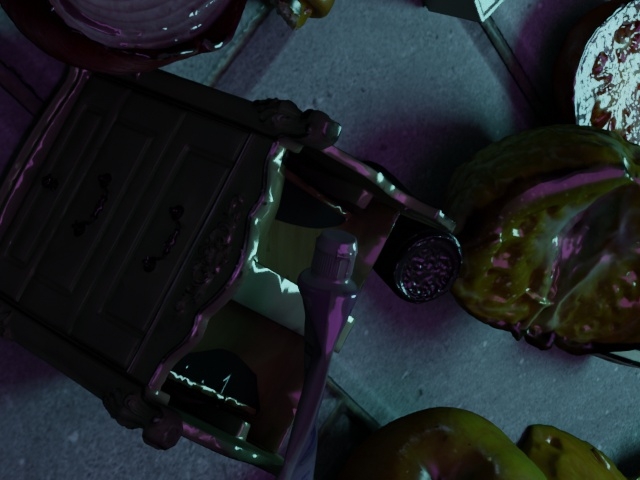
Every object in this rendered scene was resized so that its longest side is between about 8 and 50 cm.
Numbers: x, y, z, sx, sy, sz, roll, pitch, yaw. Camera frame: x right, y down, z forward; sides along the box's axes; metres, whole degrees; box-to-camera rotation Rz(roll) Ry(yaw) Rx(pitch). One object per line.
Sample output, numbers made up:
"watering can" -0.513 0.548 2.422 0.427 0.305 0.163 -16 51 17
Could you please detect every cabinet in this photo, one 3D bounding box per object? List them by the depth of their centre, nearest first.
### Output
"cabinet" -0.107 0.017 1.172 0.227 0.318 0.290 32 84 -47

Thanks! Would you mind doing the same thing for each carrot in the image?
"carrot" 0.366 0.455 1.888 0.241 0.241 0.341 -15 119 -40

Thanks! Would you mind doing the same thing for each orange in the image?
"orange" 0.303 -0.021 1.622 0.368 0.210 0.271 19 125 -23

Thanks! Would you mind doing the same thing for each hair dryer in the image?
"hair dryer" 0.000 0.000 1.404 0.251 0.197 0.089 -8 118 -20

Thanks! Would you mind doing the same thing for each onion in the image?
"onion" -0.155 -0.235 1.128 0.283 0.120 0.227 -11 77 -37

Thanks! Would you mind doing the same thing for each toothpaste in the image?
"toothpaste" -0.014 0.131 1.049 0.075 0.048 0.301 -45 149 -63

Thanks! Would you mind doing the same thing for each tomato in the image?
"tomato" 0.366 -0.208 1.717 0.225 0.085 0.225 -20 122 -35

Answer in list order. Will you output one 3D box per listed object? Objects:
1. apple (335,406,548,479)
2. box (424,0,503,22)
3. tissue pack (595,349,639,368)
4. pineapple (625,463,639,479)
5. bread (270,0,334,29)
"apple" 0.136 0.340 1.582 0.301 0.301 0.301 -20 120 -38
"box" 0.195 -0.363 1.480 0.225 0.086 0.129 -45 132 -22
"tissue pack" 0.403 0.121 1.879 0.170 0.103 0.090 21 88 -47
"pineapple" 0.505 0.438 2.104 0.286 0.209 0.344 25 62 -21
"bread" -0.014 -0.295 1.306 0.119 0.084 0.177 32 79 -47
